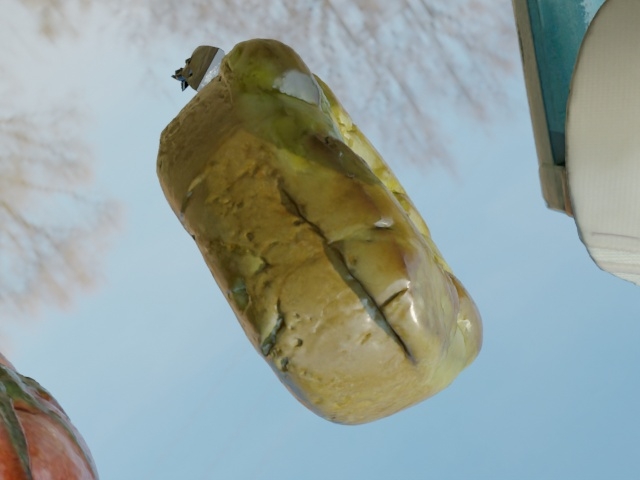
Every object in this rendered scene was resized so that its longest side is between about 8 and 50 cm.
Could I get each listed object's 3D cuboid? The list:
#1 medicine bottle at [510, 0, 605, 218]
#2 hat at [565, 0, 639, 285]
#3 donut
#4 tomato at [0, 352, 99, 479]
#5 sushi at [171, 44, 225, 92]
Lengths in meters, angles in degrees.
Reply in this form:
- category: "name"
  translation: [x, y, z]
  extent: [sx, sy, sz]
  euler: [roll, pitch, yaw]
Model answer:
- category: "medicine bottle"
  translation: [0.208, -0.131, 1.219]
  extent: [0.079, 0.258, 0.124]
  euler: [-9, 175, -15]
- category: "hat"
  translation: [0.244, -0.054, 0.742]
  extent: [0.226, 0.220, 0.164]
  euler: [-10, -164, -14]
- category: "donut"
  translation: [0.000, 0.000, 1.011]
  extent: [0.128, 0.261, 0.208]
  euler: [-35, 154, 8]
- category: "tomato"
  translation: [-0.267, 0.155, 0.866]
  extent: [0.265, 0.265, 0.265]
  euler: [-32, -162, 12]
- category: "sushi"
  translation: [-0.117, -0.182, 1.739]
  extent: [0.084, 0.083, 0.056]
  euler: [23, -95, 57]
